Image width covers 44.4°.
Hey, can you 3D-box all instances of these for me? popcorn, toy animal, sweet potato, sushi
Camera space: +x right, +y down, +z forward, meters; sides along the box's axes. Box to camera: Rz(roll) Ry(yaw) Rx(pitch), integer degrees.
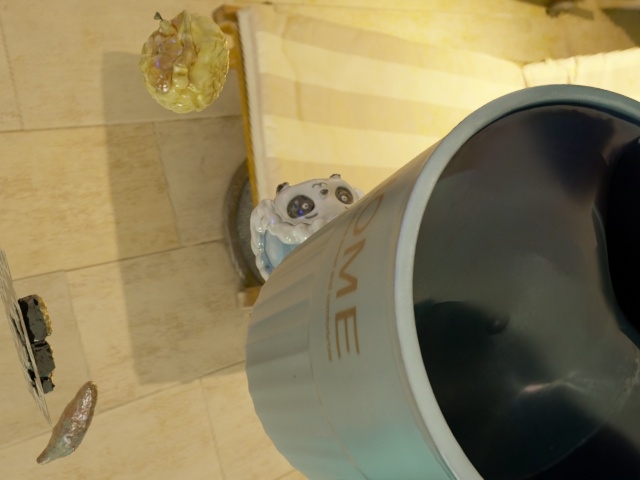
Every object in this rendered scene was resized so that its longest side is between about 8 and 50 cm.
[{"bbox_3d":[-0.234,-0.309,1.344,0.170,0.180,0.179,34,61,-30],"label":"popcorn"},{"bbox_3d":[0.000,0.000,1.331,0.208,0.156,0.204,-10,126,-22],"label":"toy animal"},{"bbox_3d":[-0.492,0.371,1.560,0.066,0.314,0.072,-18,65,-46],"label":"sweet potato"},{"bbox_3d":[-0.426,0.125,1.157,0.043,0.193,0.279,-18,108,-28],"label":"sushi"}]

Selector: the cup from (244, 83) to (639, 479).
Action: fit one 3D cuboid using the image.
[{"bbox_3d":[0.109,0.104,0.549,0.257,0.311,0.330,-10,82,-23],"label":"cup"}]
